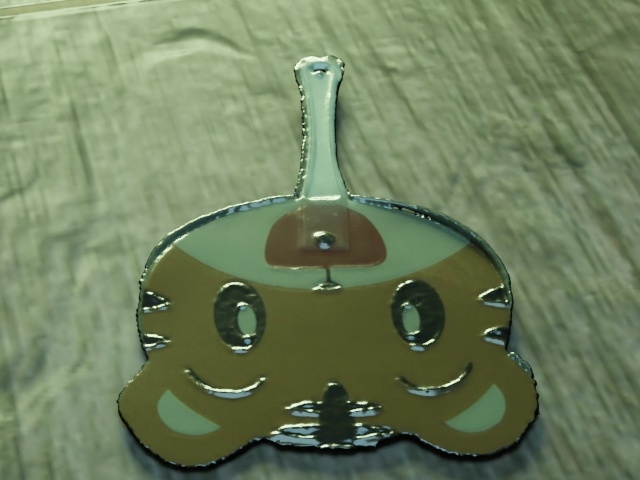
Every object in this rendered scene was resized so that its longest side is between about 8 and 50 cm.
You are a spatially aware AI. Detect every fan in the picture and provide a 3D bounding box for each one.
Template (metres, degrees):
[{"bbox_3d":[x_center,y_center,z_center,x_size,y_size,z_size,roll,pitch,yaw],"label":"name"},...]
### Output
[{"bbox_3d":[0.000,0.000,0.705,0.152,0.008,0.227,-1,44,-2],"label":"fan"}]
